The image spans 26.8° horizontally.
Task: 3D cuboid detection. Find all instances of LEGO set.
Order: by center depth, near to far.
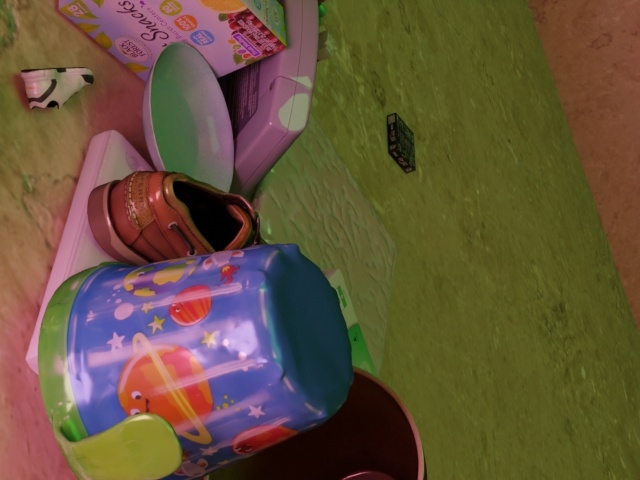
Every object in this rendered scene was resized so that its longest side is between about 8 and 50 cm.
[{"bbox_3d":[0.004,-0.372,2.055,0.087,0.093,0.227,53,30,-35],"label":"LEGO set"}]

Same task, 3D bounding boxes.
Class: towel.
[{"bbox_3d":[0.000,0.000,1.830,0.332,0.053,0.317,56,28,-30],"label":"towel"}]

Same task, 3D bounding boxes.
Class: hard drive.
[{"bbox_3d":[-0.197,0.058,1.392,0.203,0.040,0.307,51,31,-37],"label":"hard drive"}]

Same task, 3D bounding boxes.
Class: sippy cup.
[{"bbox_3d":[-0.100,0.109,1.238,0.240,0.224,0.305,45,36,-45],"label":"sippy cup"}]

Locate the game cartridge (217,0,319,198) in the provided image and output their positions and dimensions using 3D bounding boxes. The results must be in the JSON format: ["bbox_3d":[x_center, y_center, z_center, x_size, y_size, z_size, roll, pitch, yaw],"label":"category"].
[{"bbox_3d":[-0.069,-0.205,1.665,0.062,0.198,0.297,23,48,-26],"label":"game cartridge"}]

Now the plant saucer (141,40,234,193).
[{"bbox_3d":[-0.156,-0.124,1.505,0.195,0.037,0.194,-9,90,-67],"label":"plant saucer"}]

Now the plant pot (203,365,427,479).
[{"bbox_3d":[0.021,0.287,1.504,0.254,0.237,0.237,58,23,-62],"label":"plant pot"}]

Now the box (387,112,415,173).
[{"bbox_3d":[0.137,-0.165,2.275,0.067,0.018,0.083,44,36,-46],"label":"box"}]

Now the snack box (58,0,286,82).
[{"bbox_3d":[-0.165,-0.263,1.524,0.207,0.175,0.070,42,36,-49],"label":"snack box"}]

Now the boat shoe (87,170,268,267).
[{"bbox_3d":[-0.112,0.007,1.426,0.307,0.104,0.110,25,51,-58],"label":"boat shoe"}]

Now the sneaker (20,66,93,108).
[{"bbox_3d":[-0.274,-0.159,1.398,0.109,0.040,0.043,-21,108,-62],"label":"sneaker"}]

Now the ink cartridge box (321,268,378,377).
[{"bbox_3d":[-0.013,0.162,1.621,0.224,0.056,0.181,-47,123,-55],"label":"ink cartridge box"}]
